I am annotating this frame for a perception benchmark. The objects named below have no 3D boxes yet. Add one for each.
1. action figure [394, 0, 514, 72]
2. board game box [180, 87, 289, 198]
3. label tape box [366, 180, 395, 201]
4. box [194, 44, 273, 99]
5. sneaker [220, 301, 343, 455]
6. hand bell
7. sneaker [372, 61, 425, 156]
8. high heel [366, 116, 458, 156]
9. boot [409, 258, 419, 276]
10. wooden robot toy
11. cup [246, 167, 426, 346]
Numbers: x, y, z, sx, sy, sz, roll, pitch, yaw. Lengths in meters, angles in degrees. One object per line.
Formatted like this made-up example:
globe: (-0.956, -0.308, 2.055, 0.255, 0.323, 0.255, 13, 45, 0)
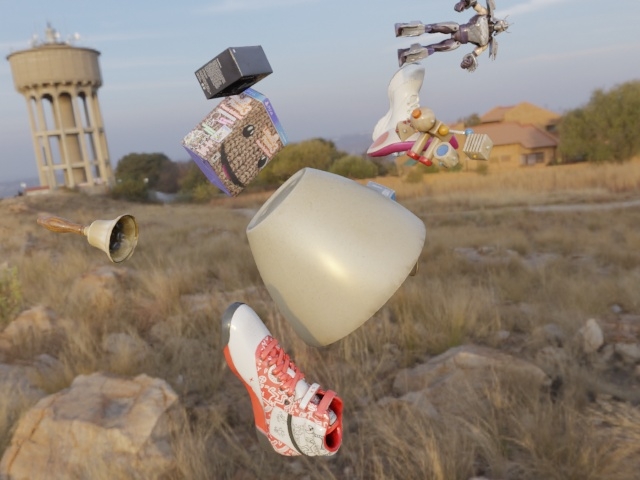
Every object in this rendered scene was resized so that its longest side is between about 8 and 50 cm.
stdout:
action figure: (0.330, -0.504, 1.362, 0.285, 0.185, 0.099, -7, 21, 13)
board game box: (-0.280, -0.333, 1.857, 0.141, 0.232, 0.291, 34, 76, 30)
label tape box: (0.137, 0.005, 1.922, 0.115, 0.249, 0.348, 27, 65, 25)
box: (-0.254, -0.495, 1.622, 0.158, 0.093, 0.156, -21, 7, 36)
sneaker: (-0.048, 0.213, 0.844, 0.145, 0.270, 0.090, -5, 20, 29)
hand bell: (-0.593, -0.025, 1.372, 0.242, 0.126, 0.126, 11, 13, 12)
sneaker: (0.259, -0.387, 1.658, 0.111, 0.297, 0.129, -11, 45, -28)
high heel: (0.231, -0.240, 1.414, 0.244, 0.117, 0.082, -23, 35, 45)
boot: (0.249, 0.023, 1.799, 0.106, 0.219, 0.082, -19, 2, -41)
wooden robot toy: (0.155, -0.154, 0.791, 0.173, 0.076, 0.079, 35, 3, 43)
cup: (0.000, 0.000, 1.060, 0.331, 0.237, 0.331, -42, 15, 14)
